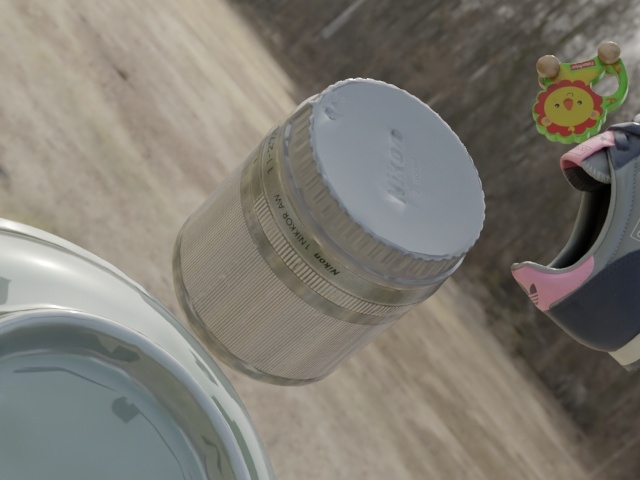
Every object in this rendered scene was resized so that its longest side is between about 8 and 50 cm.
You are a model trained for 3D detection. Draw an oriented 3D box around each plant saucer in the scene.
[{"bbox_3d":[-0.140,0.150,0.674,0.400,0.100,0.401,25,50,-34],"label":"plant saucer"}]

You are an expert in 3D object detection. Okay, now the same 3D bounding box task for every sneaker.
[{"bbox_3d":[0.262,-0.068,1.005,0.131,0.319,0.112,29,-9,-4],"label":"sneaker"}]

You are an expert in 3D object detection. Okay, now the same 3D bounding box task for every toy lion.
[{"bbox_3d":[0.261,-0.144,1.321,0.034,0.100,0.096,64,15,-63],"label":"toy lion"}]

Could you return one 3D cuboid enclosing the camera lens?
[{"bbox_3d":[0.000,0.000,1.286,0.219,0.274,0.219,20,50,-26],"label":"camera lens"}]
